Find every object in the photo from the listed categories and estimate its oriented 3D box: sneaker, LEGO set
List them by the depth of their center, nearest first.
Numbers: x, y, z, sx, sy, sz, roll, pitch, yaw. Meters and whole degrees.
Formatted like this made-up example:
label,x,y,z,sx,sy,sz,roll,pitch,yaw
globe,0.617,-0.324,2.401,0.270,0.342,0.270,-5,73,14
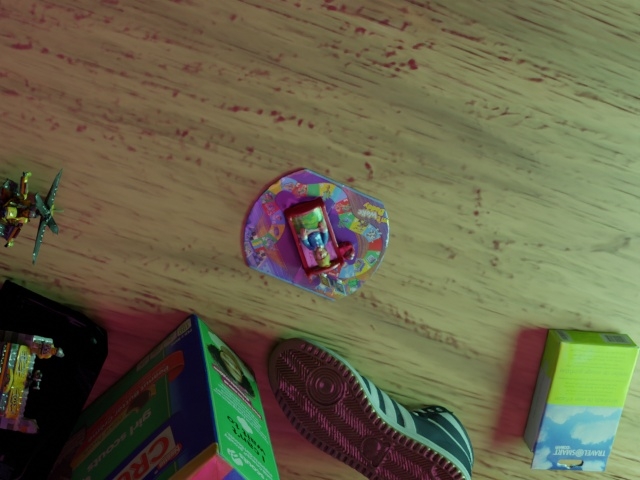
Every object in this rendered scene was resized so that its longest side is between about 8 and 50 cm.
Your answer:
label,x,y,z,sx,sy,sz,roll,pitch,yaw
LEGO set,-0.347,0.052,1.143,0.192,0.255,0.331,8,73,10
sneaker,0.066,0.211,1.430,0.282,0.153,0.099,39,105,8

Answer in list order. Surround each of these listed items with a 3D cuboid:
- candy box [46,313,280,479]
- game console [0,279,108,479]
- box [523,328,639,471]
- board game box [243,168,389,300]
label,x,y,z,sx,sy,sz,roll,pitch,yaw
candy box,-0.181,0.261,1.267,0.268,0.317,0.122,-42,114,7
game console,-0.424,0.116,1.275,0.361,0.044,0.213,27,76,-8
box,0.322,0.201,1.496,0.109,0.042,0.178,5,111,-13
board game box,0.000,0.000,1.353,0.168,0.033,0.133,23,106,-20
